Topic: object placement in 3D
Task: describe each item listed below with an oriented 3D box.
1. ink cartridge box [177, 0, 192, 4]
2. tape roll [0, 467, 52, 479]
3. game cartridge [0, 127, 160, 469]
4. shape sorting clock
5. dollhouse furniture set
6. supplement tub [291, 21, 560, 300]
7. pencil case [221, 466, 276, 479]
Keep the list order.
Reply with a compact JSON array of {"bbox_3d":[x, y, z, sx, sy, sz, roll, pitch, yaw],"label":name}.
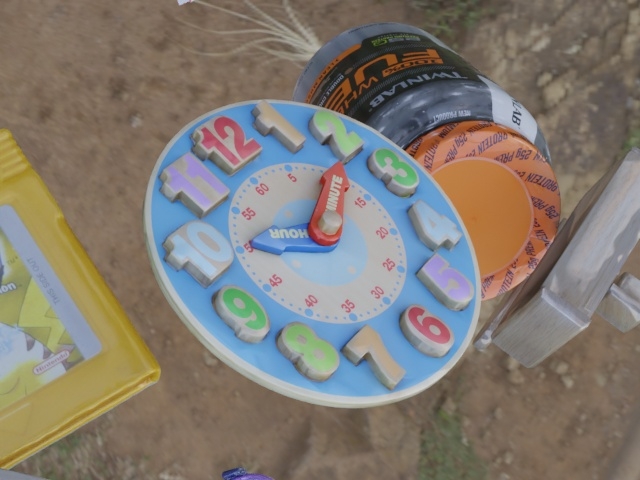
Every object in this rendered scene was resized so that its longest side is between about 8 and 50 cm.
[{"bbox_3d":[-0.104,-0.216,0.949,0.029,0.115,0.063,-18,106,20],"label":"ink cartridge box"},{"bbox_3d":[-0.213,0.274,0.927,0.392,0.392,0.072,19,95,-26],"label":"tape roll"},{"bbox_3d":[-0.356,0.069,1.190,0.285,0.053,0.324,-30,74,-19],"label":"game cartridge"},{"bbox_3d":[0.000,0.000,0.706,0.206,0.206,0.040,0,143,-24],"label":"shape sorting clock"},{"bbox_3d":[0.337,0.112,1.039,0.355,0.303,0.174,37,66,3],"label":"dollhouse furniture set"},{"bbox_3d":[0.097,-0.081,1.219,0.207,0.338,0.207,-5,113,-12],"label":"supplement tub"},{"bbox_3d":[-0.017,0.261,1.062,0.088,0.086,0.206,-28,143,21],"label":"pencil case"}]
